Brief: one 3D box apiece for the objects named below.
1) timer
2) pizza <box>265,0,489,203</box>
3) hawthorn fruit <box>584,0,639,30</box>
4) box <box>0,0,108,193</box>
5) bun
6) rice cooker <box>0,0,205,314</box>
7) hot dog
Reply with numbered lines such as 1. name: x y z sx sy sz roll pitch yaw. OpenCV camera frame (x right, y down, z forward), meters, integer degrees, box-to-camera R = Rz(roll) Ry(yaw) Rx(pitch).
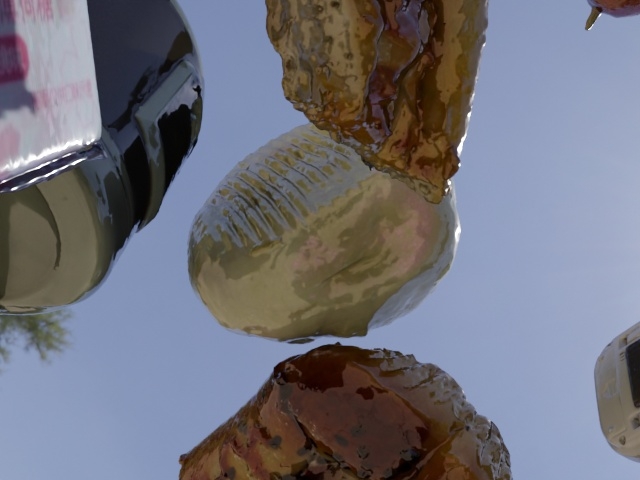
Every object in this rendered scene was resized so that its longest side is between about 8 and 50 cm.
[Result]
1. timer: 0.592 0.249 1.359 0.087 0.262 0.237 27 -48 -13
2. pizza: 0.035 -0.177 0.448 0.074 0.182 0.365 14 -59 37
3. hawthorn fruit: 0.533 -0.469 1.307 0.199 0.199 0.251 45 -59 26
4. box: -0.177 -0.188 0.278 0.112 0.190 0.369 2 -73 10
5. bun: 0.000 0.000 0.934 0.361 0.361 0.213 3 -50 47
6. rice cooker: -0.290 -0.113 0.714 0.335 0.325 0.335 9 -47 9
7. hot dog: 0.040 0.301 0.842 0.367 0.196 0.365 51 -60 15
